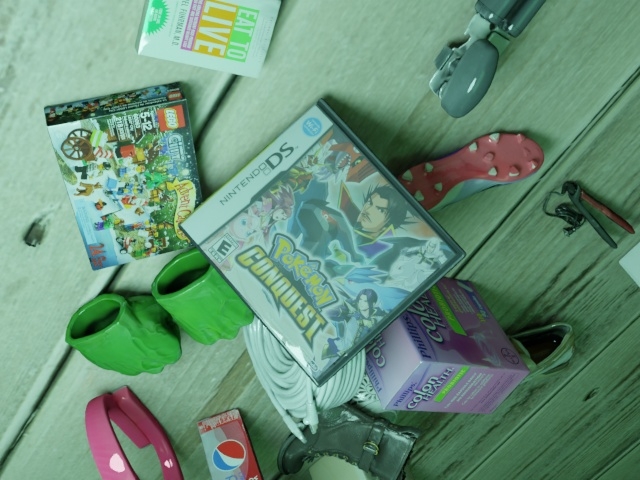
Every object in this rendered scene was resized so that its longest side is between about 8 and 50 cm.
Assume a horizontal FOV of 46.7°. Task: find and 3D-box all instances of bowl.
[{"bbox_3d":[0.102,0.324,1.447,0.170,0.080,0.170,-14,135,-14],"label":"bowl"}]

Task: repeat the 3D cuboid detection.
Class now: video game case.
[{"bbox_3d":[0.000,0.000,0.938,0.248,0.275,0.035,-42,173,-2],"label":"video game case"}]

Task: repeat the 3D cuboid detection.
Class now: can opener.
[{"bbox_3d":[0.244,-0.279,0.926,0.076,0.095,0.283,16,123,-37],"label":"can opener"}]

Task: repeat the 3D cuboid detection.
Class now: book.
[{"bbox_3d":[-0.126,-0.244,0.831,0.144,0.035,0.096,5,125,-27],"label":"book"}]

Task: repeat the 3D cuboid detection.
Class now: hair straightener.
[{"bbox_3d":[0.462,-0.034,1.301,0.230,0.047,0.089,24,117,-40],"label":"hair straightener"}]

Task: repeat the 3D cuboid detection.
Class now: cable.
[{"bbox_3d":[-0.029,0.120,1.062,0.089,0.257,0.257,-5,116,-29],"label":"cable"}]

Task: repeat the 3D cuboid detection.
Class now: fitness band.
[{"bbox_3d":[-0.292,0.361,1.197,0.054,0.209,0.291,-24,137,-1],"label":"fitness band"}]

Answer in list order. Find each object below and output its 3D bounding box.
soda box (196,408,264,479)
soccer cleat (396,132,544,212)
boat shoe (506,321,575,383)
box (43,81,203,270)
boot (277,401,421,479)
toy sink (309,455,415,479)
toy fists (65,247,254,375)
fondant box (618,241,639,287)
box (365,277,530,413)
[{"bbox_3d":[-0.139,0.431,1.297,0.083,0.263,0.092,-20,137,-8],"label":"soda box"},{"bbox_3d":[0.217,-0.096,1.115,0.248,0.083,0.095,-19,166,-15],"label":"soccer cleat"},{"bbox_3d":[0.380,0.240,1.488,0.302,0.113,0.103,-19,136,-23],"label":"boat shoe"},{"bbox_3d":[-0.234,-0.075,0.928,0.159,0.044,0.233,-14,136,-13],"label":"box"},{"bbox_3d":[0.051,0.401,1.392,0.091,0.229,0.263,-45,161,-54],"label":"boot"},{"bbox_3d":[0.107,0.554,1.618,0.131,0.153,0.234,-42,136,16],"label":"toy sink"},{"bbox_3d":[-0.217,0.108,1.061,0.279,0.096,0.142,-27,134,12],"label":"toy fists"},{"bbox_3d":[0.789,0.034,1.491,0.330,0.096,0.238,21,119,-38],"label":"fondant box"},{"bbox_3d":[0.185,0.167,1.238,0.243,0.214,0.117,10,126,-32],"label":"box"}]
